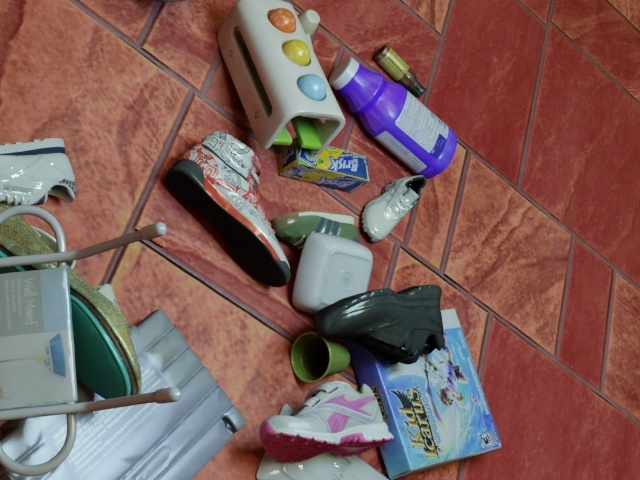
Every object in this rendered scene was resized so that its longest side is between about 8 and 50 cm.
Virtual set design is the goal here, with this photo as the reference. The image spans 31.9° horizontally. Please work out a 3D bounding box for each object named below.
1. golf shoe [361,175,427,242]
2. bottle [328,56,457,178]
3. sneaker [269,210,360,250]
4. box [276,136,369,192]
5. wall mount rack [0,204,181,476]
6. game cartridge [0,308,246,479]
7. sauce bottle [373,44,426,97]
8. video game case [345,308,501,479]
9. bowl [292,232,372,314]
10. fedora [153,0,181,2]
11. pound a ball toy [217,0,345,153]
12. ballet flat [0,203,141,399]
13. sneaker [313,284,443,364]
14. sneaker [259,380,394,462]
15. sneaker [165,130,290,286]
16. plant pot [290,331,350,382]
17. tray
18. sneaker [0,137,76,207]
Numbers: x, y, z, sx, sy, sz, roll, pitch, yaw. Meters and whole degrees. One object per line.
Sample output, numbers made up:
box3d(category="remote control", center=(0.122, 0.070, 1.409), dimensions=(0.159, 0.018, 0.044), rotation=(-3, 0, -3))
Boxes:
box3d(category="golf shoe", center=(0.139, -0.069, 2.090), dimensions=(0.069, 0.086, 0.176), rotation=(48, 47, -14))
box3d(category="bottle", center=(0.139, -0.242, 2.171), dimensions=(0.283, 0.092, 0.118), rotation=(38, 48, -21))
box3d(category="sneaker", center=(0.000, 0.000, 1.944), dimensions=(0.192, 0.064, 0.086), rotation=(1, 64, -44))
box3d(category="box", center=(0.007, -0.135, 2.024), dimensions=(0.169, 0.059, 0.054), rotation=(11, 62, -38))
box3d(category="wall mount rack", center=(-0.326, 0.110, 1.389), dimensions=(0.304, 0.130, 0.350), rotation=(-6, 80, -2))
box3d(category="game cartridge", center=(-0.282, 0.275, 1.565), dimensions=(0.230, 0.068, 0.355), rotation=(51, 45, -3))
box3d(category="sauce bottle", center=(0.163, -0.342, 2.281), dimensions=(0.128, 0.042, 0.042), rotation=(45, 46, -18))
box3d(category="video game case", center=(0.182, 0.262, 1.969), dimensions=(0.244, 0.061, 0.269), rotation=(-4, 69, -42))
box3d(category="bowl", center=(0.030, 0.065, 1.907), dimensions=(0.142, 0.053, 0.142), rotation=(15, 89, -39))
box3d(category="fedora", center=(-0.226, -0.497, 1.922), dimensions=(0.275, 0.243, 0.124), rotation=(-63, 142, -43))
box3d(category="pound a ball toy", center=(-0.040, -0.312, 1.980), dimensions=(0.208, 0.136, 0.319), rotation=(2, 53, -36))
box3d(category="ballet flat", center=(-0.352, 0.073, 1.527), dimensions=(0.348, 0.123, 0.123), rotation=(40, 45, 5))
box3d(category="sneaker", center=(0.111, 0.146, 1.859), dimensions=(0.286, 0.109, 0.130), rotation=(-4, 77, -41))
box3d(category="sneaker", center=(0.000, 0.277, 1.748), dimensions=(0.252, 0.103, 0.111), rotation=(7, 60, -46))
box3d(category="sneaker", center=(-0.119, -0.059, 1.853), dimensions=(0.270, 0.090, 0.145), rotation=(46, 49, -10))
box3d(category="plant pot", center=(0.006, 0.193, 1.853), dimensions=(0.079, 0.083, 0.083), rotation=(7, 64, -53))
box3d(category="tray", center=(0.026, 0.388, 1.797), dimensions=(0.270, 0.030, 0.145), rotation=(39, 47, -20))
box3d(category="sneaker", center=(-0.449, -0.083, 1.583), dimensions=(0.235, 0.090, 0.095), rotation=(-16, 89, -43))
